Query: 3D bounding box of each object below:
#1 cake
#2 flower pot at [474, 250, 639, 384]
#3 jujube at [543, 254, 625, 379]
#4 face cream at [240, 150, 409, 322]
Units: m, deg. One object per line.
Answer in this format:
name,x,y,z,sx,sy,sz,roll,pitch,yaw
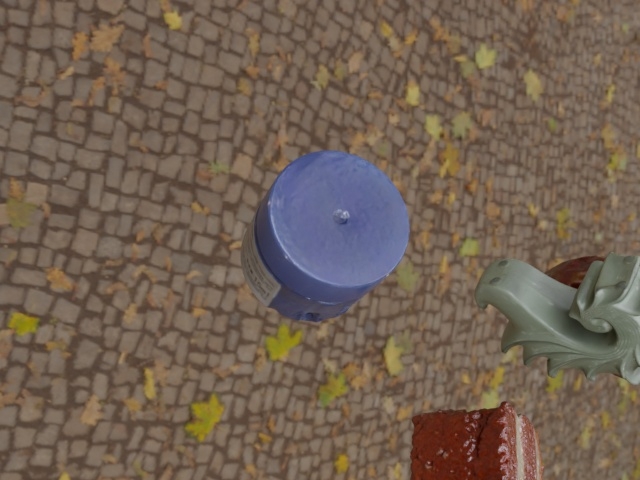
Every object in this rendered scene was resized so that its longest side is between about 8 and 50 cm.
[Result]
cake,0.411,0.588,2.057,0.319,0.270,0.270,39,47,-47
flower pot,0.516,0.156,1.614,0.164,0.368,0.254,-55,128,-39
jujube,0.684,0.184,1.886,0.377,0.276,0.276,23,75,-4
face cream,0.000,0.000,1.381,0.249,0.225,0.249,7,68,-17
